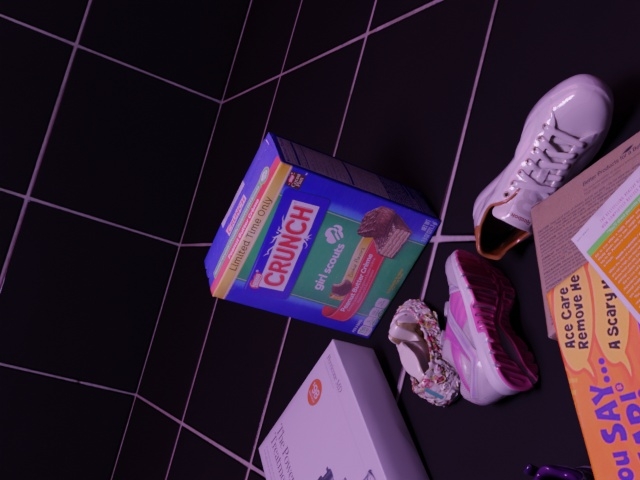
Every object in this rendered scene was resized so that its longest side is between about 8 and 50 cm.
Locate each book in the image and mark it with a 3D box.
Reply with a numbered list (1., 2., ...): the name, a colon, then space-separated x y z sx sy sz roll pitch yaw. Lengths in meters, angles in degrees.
1. book: 0.218 0.009 0.490 0.096 0.035 0.144 -56 29 24

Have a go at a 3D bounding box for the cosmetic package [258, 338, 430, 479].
1. cosmetic package: 0.035 0.391 1.356 0.284 0.097 0.377 -56 32 24

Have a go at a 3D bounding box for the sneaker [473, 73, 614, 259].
1. sneaker: 0.298 -0.082 1.136 0.123 0.106 0.290 -71 6 -49

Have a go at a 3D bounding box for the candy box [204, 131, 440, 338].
1. candy box: 0.000 0.000 1.458 0.268 0.317 0.122 -61 26 21

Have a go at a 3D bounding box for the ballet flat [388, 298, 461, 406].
1. ballet flat: 0.150 0.161 1.324 0.091 0.077 0.241 -63 25 20

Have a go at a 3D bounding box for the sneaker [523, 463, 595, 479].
1. sneaker: 0.303 0.302 0.882 0.223 0.098 0.083 27 97 65

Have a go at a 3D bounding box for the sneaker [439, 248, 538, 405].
1. sneaker: 0.212 0.122 1.193 0.111 0.103 0.252 -49 32 37

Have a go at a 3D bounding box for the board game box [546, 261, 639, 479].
1. board game box: 0.412 0.126 0.473 0.356 0.356 0.356 -48 34 41

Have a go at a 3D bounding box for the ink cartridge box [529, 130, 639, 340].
1. ink cartridge box: 0.362 -0.004 0.987 0.234 0.088 0.193 -43 36 47
